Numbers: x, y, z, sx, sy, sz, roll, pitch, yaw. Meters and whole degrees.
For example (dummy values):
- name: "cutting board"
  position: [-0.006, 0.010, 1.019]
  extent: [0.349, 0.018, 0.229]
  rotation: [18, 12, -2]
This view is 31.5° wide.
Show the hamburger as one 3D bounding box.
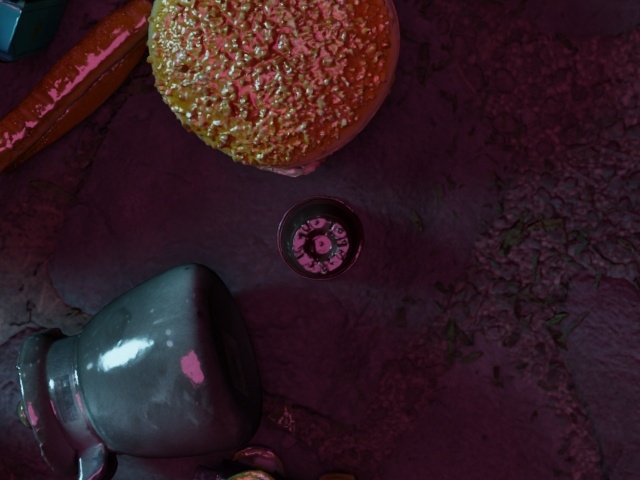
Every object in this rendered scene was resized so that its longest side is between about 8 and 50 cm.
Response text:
- name: "hamburger"
  position: [-0.054, -0.230, 1.328]
  extent: [0.301, 0.170, 0.302]
  rotation: [-1, 98, -6]

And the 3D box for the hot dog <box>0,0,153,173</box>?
- name: "hot dog"
  position: [-0.305, -0.191, 1.388]
  extent: [0.289, 0.083, 0.068]
  rotation: [-41, 75, 2]

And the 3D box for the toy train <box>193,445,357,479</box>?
- name: "toy train"
  position: [-0.045, 0.367, 1.400]
  extent: [0.260, 0.134, 0.178]
  rotation: [19, 94, -2]

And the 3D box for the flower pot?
- name: "flower pot"
  position: [0.000, 0.000, 1.395]
  extent: [0.111, 0.089, 0.111]
  rotation: [0, 94, 0]

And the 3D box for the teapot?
- name: "teapot"
  position: [-0.221, 0.206, 1.355]
  extent: [0.285, 0.223, 0.305]
  rotation: [-17, 95, 8]

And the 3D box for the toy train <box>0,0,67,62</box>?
- name: "toy train"
  position: [-0.357, -0.292, 1.323]
  extent: [0.107, 0.198, 0.154]
  rotation: [23, 107, -1]
